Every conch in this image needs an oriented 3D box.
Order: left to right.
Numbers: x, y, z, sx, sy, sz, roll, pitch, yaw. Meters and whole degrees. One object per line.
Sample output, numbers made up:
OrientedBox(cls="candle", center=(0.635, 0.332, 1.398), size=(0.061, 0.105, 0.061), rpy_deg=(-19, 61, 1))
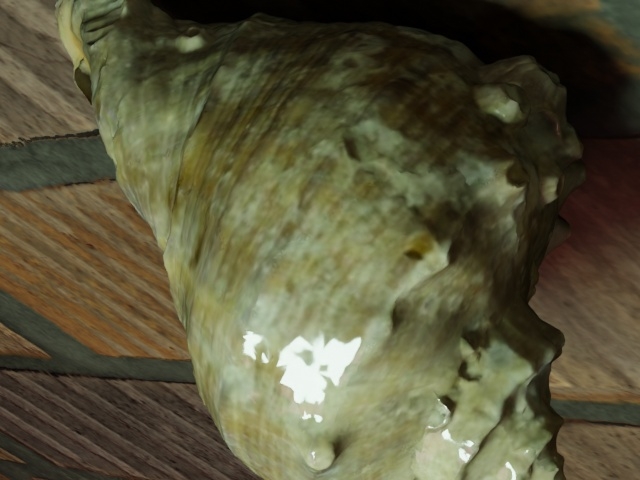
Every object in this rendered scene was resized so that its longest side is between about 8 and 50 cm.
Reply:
OrientedBox(cls="conch", center=(0.017, -0.005, 0.915), size=(0.210, 0.352, 0.297), rpy_deg=(-18, 148, -9))
